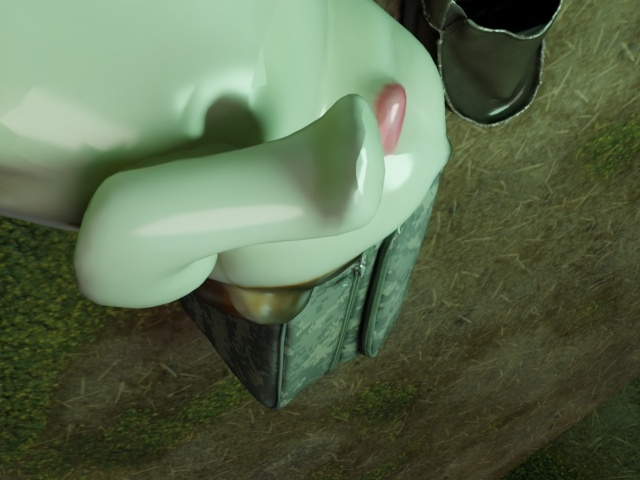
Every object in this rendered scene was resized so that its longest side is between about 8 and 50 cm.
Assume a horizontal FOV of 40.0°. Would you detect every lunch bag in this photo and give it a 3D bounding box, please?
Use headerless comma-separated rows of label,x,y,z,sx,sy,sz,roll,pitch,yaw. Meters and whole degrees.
lunch bag,0.000,0.000,0.944,0.256,0.212,0.305,-31,151,-26

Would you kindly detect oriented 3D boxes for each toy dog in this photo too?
toy dog,-0.110,-0.080,0.458,0.408,0.284,0.396,18,157,-40

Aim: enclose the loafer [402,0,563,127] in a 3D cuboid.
loafer,0.150,-0.212,0.816,0.134,0.130,0.366,-29,147,2
